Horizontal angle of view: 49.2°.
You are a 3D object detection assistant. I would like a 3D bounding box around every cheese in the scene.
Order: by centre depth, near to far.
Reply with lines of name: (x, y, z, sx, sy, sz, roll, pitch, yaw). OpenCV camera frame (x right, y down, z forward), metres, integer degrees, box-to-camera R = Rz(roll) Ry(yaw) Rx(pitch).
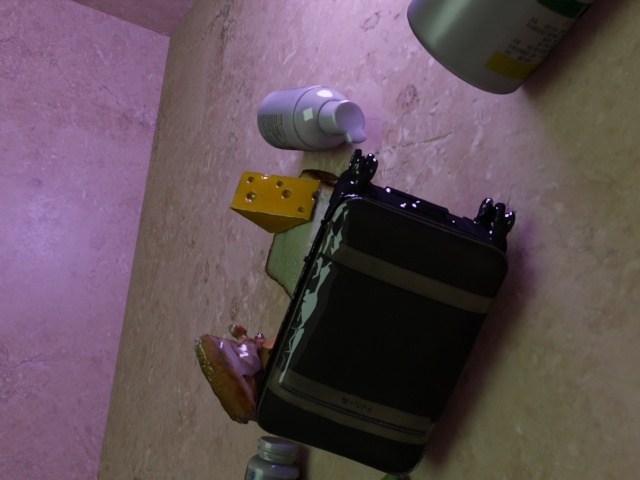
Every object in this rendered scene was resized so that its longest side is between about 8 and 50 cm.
cheese: (-0.075, -0.081, 1.441, 0.171, 0.126, 0.093, 1, 65, 43)

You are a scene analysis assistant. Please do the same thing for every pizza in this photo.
pizza: (-0.120, 0.242, 1.296, 0.071, 0.297, 0.189, -31, 74, 13)

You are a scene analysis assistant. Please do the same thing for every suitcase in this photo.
suitcase: (0.088, 0.118, 1.011, 0.194, 0.283, 0.434, -92, 23, -74)

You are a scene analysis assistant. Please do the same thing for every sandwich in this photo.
sandwich: (0.000, 0.000, 1.430, 0.271, 0.099, 0.301, -67, 25, 6)

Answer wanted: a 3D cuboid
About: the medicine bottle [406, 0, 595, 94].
medicine bottle: (0.292, -0.388, 0.947, 0.340, 0.208, 0.208, -51, 36, 38)

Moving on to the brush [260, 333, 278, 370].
brush: (0.032, 0.228, 1.214, 0.266, 0.174, 0.166, -16, 93, 25)

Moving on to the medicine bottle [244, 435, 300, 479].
medicine bottle: (-0.099, 0.487, 1.366, 0.107, 0.106, 0.192, 2, 79, 62)

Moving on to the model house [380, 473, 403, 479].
model house: (0.068, 0.430, 1.008, 0.211, 0.170, 0.194, -43, 14, -18)

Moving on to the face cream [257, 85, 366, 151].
face cream: (-0.008, -0.266, 1.525, 0.369, 0.145, 0.146, 16, 91, 62)
